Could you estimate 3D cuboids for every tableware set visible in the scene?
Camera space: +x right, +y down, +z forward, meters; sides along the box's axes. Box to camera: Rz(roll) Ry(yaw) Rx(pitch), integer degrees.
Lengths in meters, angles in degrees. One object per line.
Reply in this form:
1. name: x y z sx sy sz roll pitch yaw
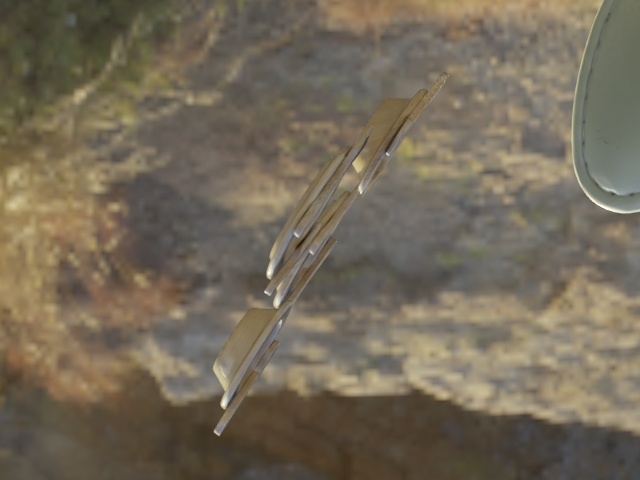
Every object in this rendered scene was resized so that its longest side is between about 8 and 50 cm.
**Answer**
1. tableware set: 0.000 0.000 0.819 0.020 0.141 0.168 33 134 4

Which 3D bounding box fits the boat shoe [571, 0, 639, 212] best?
1. boat shoe: 0.173 -0.111 0.733 0.069 0.081 0.227 9 110 -47
